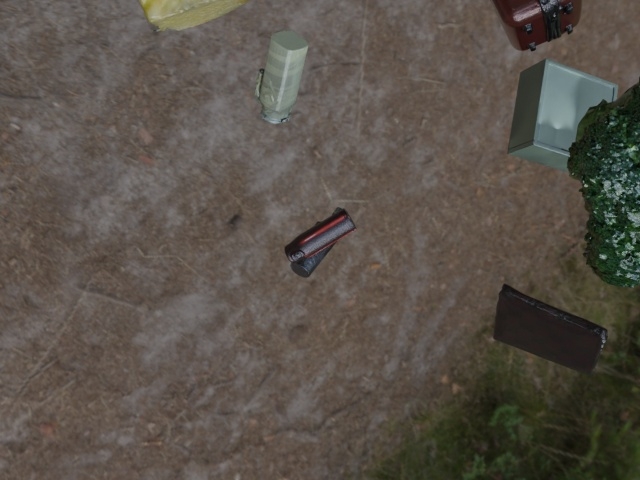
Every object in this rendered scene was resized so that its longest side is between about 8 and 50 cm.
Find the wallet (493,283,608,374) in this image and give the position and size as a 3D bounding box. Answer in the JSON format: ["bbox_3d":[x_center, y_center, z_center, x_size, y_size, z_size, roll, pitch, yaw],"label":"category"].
[{"bbox_3d":[0.481,0.193,1.437,0.049,0.229,0.182,-50,149,-31],"label":"wallet"}]

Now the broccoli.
[{"bbox_3d":[0.423,-0.087,0.824,0.307,0.275,0.308,-10,113,-24],"label":"broccoli"}]

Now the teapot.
[{"bbox_3d":[-0.099,-0.366,1.515,0.077,0.107,0.200,-35,154,-40],"label":"teapot"}]

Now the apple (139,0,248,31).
[{"bbox_3d":[-0.278,-0.570,1.271,0.252,0.314,0.309,-24,102,-36],"label":"apple"}]

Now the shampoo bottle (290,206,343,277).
[{"bbox_3d":[0.000,-0.001,1.700,0.208,0.063,0.057,-54,125,-27],"label":"shampoo bottle"}]

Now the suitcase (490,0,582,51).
[{"bbox_3d":[0.416,-0.524,1.365,0.236,0.161,0.297,68,21,5],"label":"suitcase"}]

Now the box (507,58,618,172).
[{"bbox_3d":[0.614,-0.307,1.724,0.224,0.117,0.225,14,81,-17],"label":"box"}]

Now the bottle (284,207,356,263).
[{"bbox_3d":[-0.003,-0.006,1.502,0.164,0.060,0.060,-31,131,6],"label":"bottle"}]
